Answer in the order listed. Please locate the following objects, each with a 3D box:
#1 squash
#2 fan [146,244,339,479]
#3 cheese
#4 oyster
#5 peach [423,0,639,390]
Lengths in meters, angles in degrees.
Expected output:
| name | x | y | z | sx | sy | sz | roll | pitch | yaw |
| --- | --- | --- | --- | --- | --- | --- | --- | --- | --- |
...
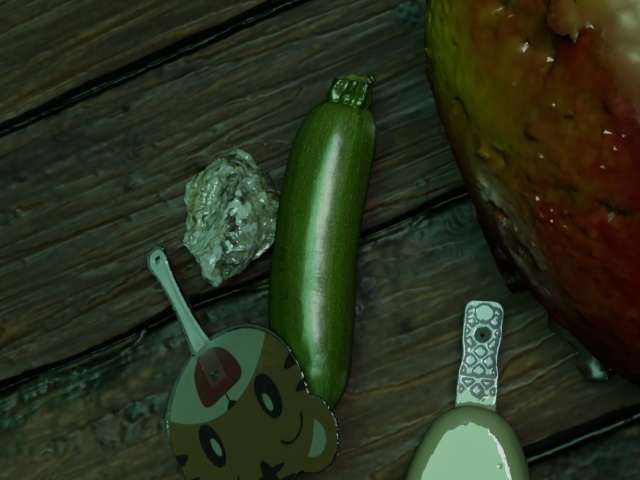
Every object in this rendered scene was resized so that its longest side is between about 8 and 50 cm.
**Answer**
| name | x | y | z | sx | sy | sz | roll | pitch | yaw |
| --- | --- | --- | --- | --- | --- | --- | --- | --- | --- |
| squash | 0.000 | 0.000 | 0.987 | 0.069 | 0.069 | 0.258 | 4 | 81 | 13 |
| fan | -0.078 | 0.099 | 0.987 | 0.152 | 0.008 | 0.227 | -44 | 64 | 29 |
| cheese | 0.109 | 0.138 | 0.951 | 0.097 | 0.037 | 0.192 | 5 | 80 | 12 |
| oyster | -0.075 | -0.024 | 1.014 | 0.098 | 0.037 | 0.100 | -39 | 55 | -13 |
| peach | 0.243 | -0.091 | 0.864 | 0.339 | 0.353 | 0.417 | -16 | 117 | 15 |
